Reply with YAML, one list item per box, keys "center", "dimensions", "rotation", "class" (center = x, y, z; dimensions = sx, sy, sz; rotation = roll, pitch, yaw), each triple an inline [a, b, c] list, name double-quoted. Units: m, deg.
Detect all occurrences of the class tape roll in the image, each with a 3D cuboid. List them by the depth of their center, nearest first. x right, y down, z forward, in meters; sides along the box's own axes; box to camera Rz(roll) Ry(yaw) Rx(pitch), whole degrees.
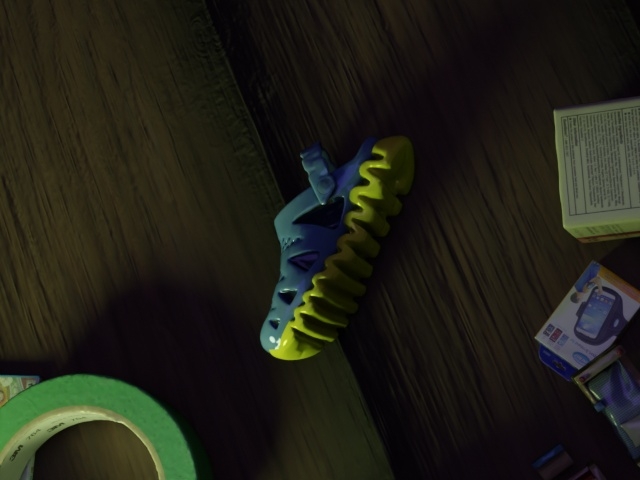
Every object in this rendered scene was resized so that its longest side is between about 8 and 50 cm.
- center: [-0.295, 0.329, 1.851]
  dimensions: [0.321, 0.077, 0.321]
  rotation: [-3, 75, 12]
  class: "tape roll"

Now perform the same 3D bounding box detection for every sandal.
- center: [0.000, 0.000, 1.851]
  dimensions: [0.138, 0.126, 0.317]
  rotation: [20, 73, 23]
  class: "sandal"

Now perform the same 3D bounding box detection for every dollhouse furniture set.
- center: [0.301, 0.224, 1.678]
  dimensions: [0.183, 0.129, 0.129]
  rotation: [-37, 82, 3]
  class: "dollhouse furniture set"

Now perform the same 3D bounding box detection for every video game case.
- center: [-0.430, 0.260, 1.950]
  dimensions: [0.119, 0.015, 0.166]
  rotation: [0, 75, 15]
  class: "video game case"

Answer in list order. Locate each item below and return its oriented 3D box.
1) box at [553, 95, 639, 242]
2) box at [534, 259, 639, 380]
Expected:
- center: [0.402, -0.088, 1.735]
  dimensions: [0.232, 0.127, 0.149]
  rotation: [-6, 78, 19]
  class: "box"
- center: [0.320, 0.101, 1.774]
  dimensions: [0.081, 0.028, 0.136]
  rotation: [36, 85, 21]
  class: "box"
